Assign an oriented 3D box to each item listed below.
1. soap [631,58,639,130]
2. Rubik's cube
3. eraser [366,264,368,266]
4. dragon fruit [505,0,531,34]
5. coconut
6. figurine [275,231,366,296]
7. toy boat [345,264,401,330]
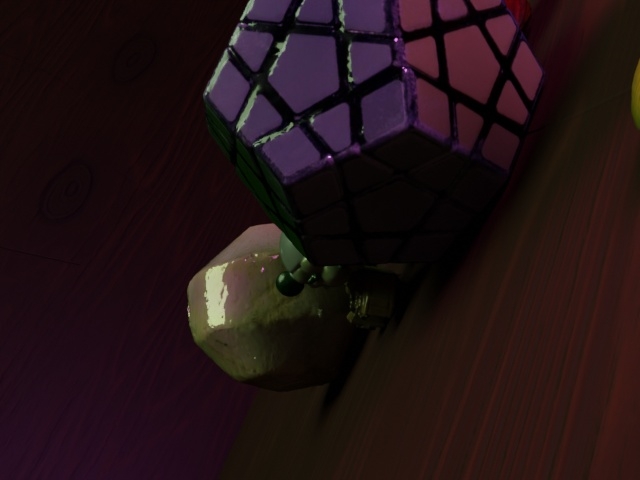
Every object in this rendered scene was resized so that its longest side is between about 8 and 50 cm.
[{"bbox_3d":[0.192,-0.123,0.421,0.089,0.033,0.168,-70,7,-55],"label":"soap"},{"bbox_3d":[0.045,-0.128,0.867,0.319,0.319,0.264,-68,-21,-63],"label":"Rubik's cube"},{"bbox_3d":[0.016,0.064,1.500,0.189,0.104,0.290,111,-177,-47],"label":"eraser"},{"bbox_3d":[0.126,-0.259,1.086,0.252,0.241,0.241,-34,24,46],"label":"dragon fruit"},{"bbox_3d":[-0.061,0.082,1.232,0.197,0.237,0.237,112,-176,-67],"label":"coconut"},{"bbox_3d":[0.001,0.001,1.047,0.147,0.093,0.197,-48,4,2],"label":"figurine"},{"bbox_3d":[0.057,0.066,1.071,0.206,0.064,0.072,-160,79,-88],"label":"toy boat"}]
